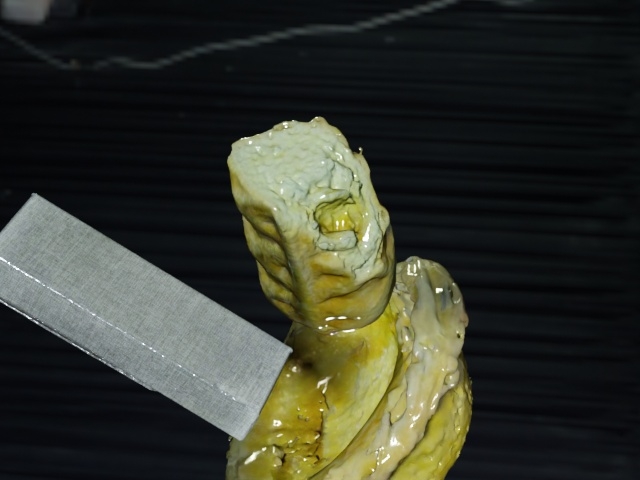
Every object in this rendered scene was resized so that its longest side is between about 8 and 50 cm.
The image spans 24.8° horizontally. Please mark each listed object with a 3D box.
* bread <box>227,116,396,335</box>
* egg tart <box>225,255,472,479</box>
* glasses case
[{"bbox_3d":[0.000,0.000,0.646,0.110,0.066,0.060,75,-158,-51],"label":"bread"},{"bbox_3d":[0.038,0.142,1.235,0.288,0.118,0.288,-47,24,29],"label":"egg tart"},{"bbox_3d":[-0.123,0.052,0.963,0.047,0.205,0.071,-56,3,40],"label":"glasses case"}]
